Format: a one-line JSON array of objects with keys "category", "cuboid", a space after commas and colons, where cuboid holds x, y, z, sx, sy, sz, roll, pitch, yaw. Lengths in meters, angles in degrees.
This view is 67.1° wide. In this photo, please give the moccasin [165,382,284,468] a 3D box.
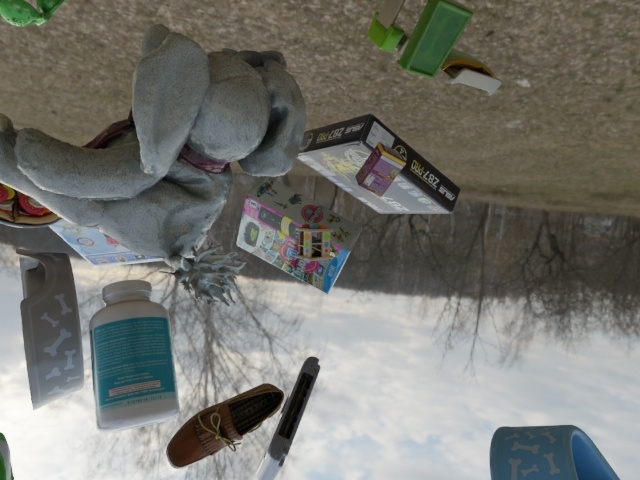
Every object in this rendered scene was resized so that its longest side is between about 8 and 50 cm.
[{"category": "moccasin", "cuboid": [-0.278, 0.557, 1.454, 0.379, 0.139, 0.147, -17, 171, -27]}]

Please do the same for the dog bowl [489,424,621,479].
[{"category": "dog bowl", "cuboid": [0.278, 0.307, 0.472, 0.074, 0.297, 0.166, -33, -171, 31]}]

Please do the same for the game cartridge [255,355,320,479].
[{"category": "game cartridge", "cuboid": [-0.084, 0.472, 1.271, 0.062, 0.198, 0.297, 27, -137, -1]}]

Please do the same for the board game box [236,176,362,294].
[{"category": "board game box", "cuboid": [-0.066, -0.011, 1.316, 0.303, 0.098, 0.224, 28, 141, 4]}]

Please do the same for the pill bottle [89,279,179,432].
[{"category": "pill bottle", "cuboid": [-0.354, 0.213, 0.912, 0.146, 0.264, 0.146, -11, 162, -4]}]

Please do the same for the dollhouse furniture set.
[{"category": "dollhouse furniture set", "cuboid": [0.292, -0.467, 1.103, 0.301, 0.151, 0.198, 3, -139, -32]}]

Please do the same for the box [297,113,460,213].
[{"category": "box", "cuboid": [0.164, -0.204, 1.413, 0.394, 0.097, 0.318, 30, 167, -33]}]

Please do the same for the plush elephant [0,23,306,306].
[{"category": "plush elephant", "cuboid": [-0.167, -0.119, 0.546, 0.330, 0.256, 0.271, 35, -168, 19]}]

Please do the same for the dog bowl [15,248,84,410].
[{"category": "dog bowl", "cuboid": [-0.595, 0.184, 1.063, 0.102, 0.349, 0.348, -6, -174, -32]}]

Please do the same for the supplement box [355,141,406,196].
[{"category": "supplement box", "cuboid": [0.113, -0.133, 0.910, 0.054, 0.083, 0.043, 24, -151, -24]}]

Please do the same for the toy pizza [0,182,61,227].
[{"category": "toy pizza", "cuboid": [-0.553, -0.104, 0.867, 0.201, 0.032, 0.201, 37, -156, -19]}]

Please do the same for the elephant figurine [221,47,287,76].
[{"category": "elephant figurine", "cuboid": [-0.156, -0.377, 1.303, 0.169, 0.186, 0.240, -8, 144, 4]}]

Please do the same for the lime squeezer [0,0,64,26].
[{"category": "lime squeezer", "cuboid": [-0.500, -0.425, 0.830, 0.058, 0.110, 0.310, -24, -172, 40]}]

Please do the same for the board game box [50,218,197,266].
[{"category": "board game box", "cuboid": [-0.518, -0.049, 1.262, 0.307, 0.086, 0.302, -5, 148, 4]}]

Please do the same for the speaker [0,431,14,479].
[{"category": "speaker", "cuboid": [-0.641, 0.515, 0.888, 0.131, 0.131, 0.297, 5, -136, -38]}]

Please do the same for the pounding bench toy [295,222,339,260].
[{"category": "pounding bench toy", "cuboid": [0.000, 0.000, 0.915, 0.083, 0.065, 0.052, -4, -171, -41]}]
